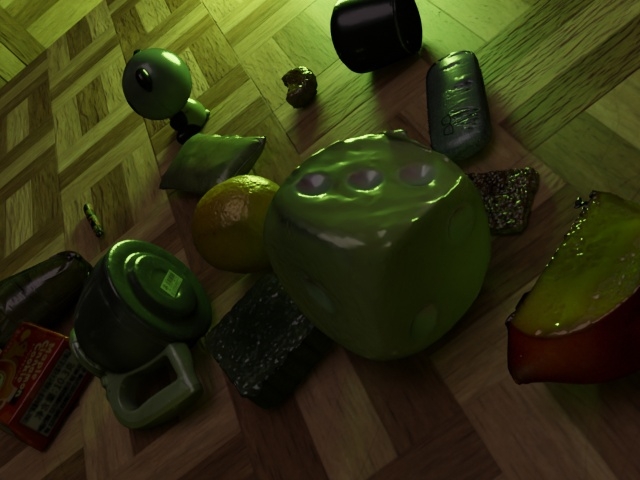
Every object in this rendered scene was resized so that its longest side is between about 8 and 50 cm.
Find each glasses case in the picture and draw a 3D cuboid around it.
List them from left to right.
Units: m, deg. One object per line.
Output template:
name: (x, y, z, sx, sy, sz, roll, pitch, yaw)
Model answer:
glasses case: (0.254, -0.253, 1.407, 0.109, 0.067, 0.282, -19, 45, 24)

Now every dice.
dice: (0.084, 0.007, 1.123, 0.250, 0.254, 0.252, -41, 46, -23)

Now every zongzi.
zongzi: (-0.702, 0.106, 1.855, 0.286, 0.138, 0.300, -43, 36, -4)

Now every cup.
cup: (0.133, -0.468, 1.653, 0.177, 0.169, 0.223, -11, 17, 29)

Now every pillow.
pillow: (-0.256, -0.181, 1.777, 0.302, 0.075, 0.185, 11, 61, 49)

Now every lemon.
lemon: (-0.144, -0.028, 1.446, 0.257, 0.188, 0.188, -15, 46, 38)

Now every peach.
peach: (0.353, 0.089, 0.929, 0.267, 0.159, 0.154, -52, 28, -14)

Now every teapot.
teapot: (-0.336, 0.185, 1.448, 0.239, 0.321, 0.239, -45, -5, 23)

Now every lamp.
lamp: (-0.400, -0.378, 1.947, 0.198, 0.244, 0.197, -20, 41, 19)

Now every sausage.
sausage: (-0.601, -0.055, 1.995, 0.025, 0.028, 0.198, -25, 36, -15)

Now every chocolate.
chocolate: (-0.613, 0.299, 1.618, 0.235, 0.108, 0.237, 8, 59, 43)

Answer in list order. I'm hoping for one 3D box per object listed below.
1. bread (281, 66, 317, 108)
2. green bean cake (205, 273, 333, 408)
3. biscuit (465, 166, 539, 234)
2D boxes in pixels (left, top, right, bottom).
bread: (-0.043, -0.359, 1.767, 0.082, 0.060, 0.113, -28, 43, 19)
green bean cake: (-0.084, 0.171, 1.286, 0.183, 0.094, 0.185, -45, 39, -3)
biscuit: (0.247, -0.063, 1.271, 0.231, 0.025, 0.131, -4, 53, 39)
